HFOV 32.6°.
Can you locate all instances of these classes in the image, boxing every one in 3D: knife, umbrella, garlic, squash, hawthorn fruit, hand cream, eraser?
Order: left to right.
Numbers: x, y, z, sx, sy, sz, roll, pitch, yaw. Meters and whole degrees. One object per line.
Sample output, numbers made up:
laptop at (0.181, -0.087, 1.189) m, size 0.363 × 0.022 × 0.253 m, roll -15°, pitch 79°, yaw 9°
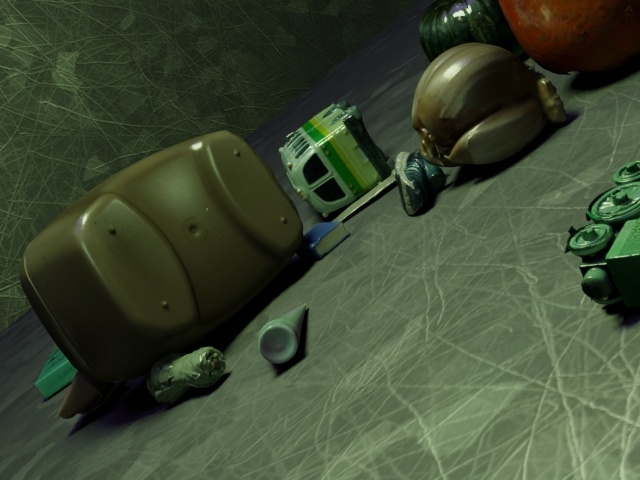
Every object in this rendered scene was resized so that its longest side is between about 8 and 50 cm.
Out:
umbrella at (-0.178, 0.175, 1.424) m, size 0.143 × 0.062 × 0.067 m, roll -24°, pitch 48°, yaw 40°
hand cream at (-0.050, 0.113, 1.346) m, size 0.076 × 0.047 × 0.174 m, roll -36°, pitch 4°, yaw 4°
eraser at (0.000, 0.000, 1.651) m, size 0.063 × 0.027 × 0.085 m, roll -41°, pitch 14°, yaw -18°
knife at (0.110, -0.094, 1.730) m, size 0.298 × 0.017 × 0.047 m, roll -35°, pitch 19°, yaw 1°
garlic at (0.209, -0.192, 1.492) m, size 0.191 × 0.160 × 0.214 m, roll -21°, pitch 17°, yaw 1°
squash at (0.282, -0.384, 1.983) m, size 0.218 × 0.172 × 0.218 m, roll -37°, pitch 29°, yaw 25°
hawthorn fruit at (0.352, -0.379, 1.507) m, size 0.276 × 0.307 × 0.276 m, roll -46°, pitch 3°, yaw 3°

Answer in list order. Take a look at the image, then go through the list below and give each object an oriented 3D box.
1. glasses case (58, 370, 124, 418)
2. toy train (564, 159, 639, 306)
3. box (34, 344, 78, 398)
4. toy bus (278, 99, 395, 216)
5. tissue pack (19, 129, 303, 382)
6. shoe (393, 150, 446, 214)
glasses case at (-0.342, 0.220, 1.695) m, size 0.102 × 0.070 × 0.193 m, roll -61°, pitch 6°, yaw 20°
toy train at (0.272, -0.015, 0.890) m, size 0.104 × 0.071 × 0.178 m, roll -12°, pitch 27°, yaw 44°
box at (-0.441, 0.199, 2.051) m, size 0.162 × 0.041 × 0.229 m, roll -35°, pitch 13°, yaw 3°
toy bus at (0.019, -0.142, 1.875) m, size 0.165 × 0.133 × 0.276 m, roll -35°, pitch 12°, yaw 1°
tissue pack at (-0.237, 0.026, 1.594) m, size 0.277 × 0.267 × 0.387 m, roll -28°, pitch 8°, yaw 46°
shoe at (0.141, -0.084, 1.532) m, size 0.071 × 0.064 × 0.143 m, roll -12°, pitch 24°, yaw 12°
